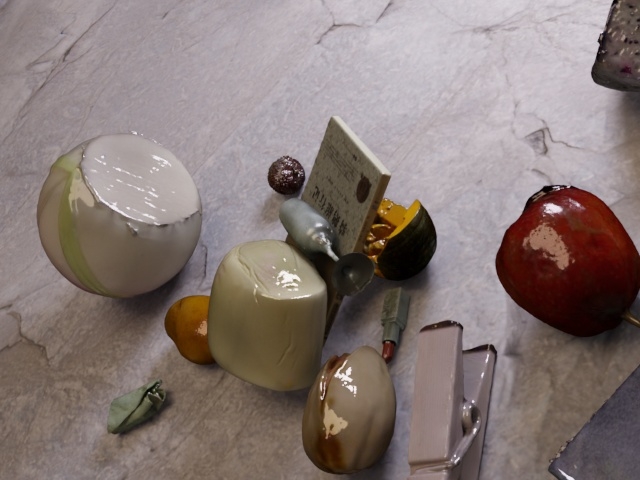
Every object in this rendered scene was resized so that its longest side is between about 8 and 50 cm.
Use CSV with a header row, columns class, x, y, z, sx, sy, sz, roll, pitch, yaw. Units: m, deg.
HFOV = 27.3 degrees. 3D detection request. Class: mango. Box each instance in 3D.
class,x,y,z,sx,sy,sz,roll,pitch,yaw
mango,-0.200,0.144,2.217,0.115,0.089,0.165,-52,35,6

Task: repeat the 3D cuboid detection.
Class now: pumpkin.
class,x,y,z,sx,sy,sz,roll,pitch,yaw
pumpkin,0.118,0.004,2.044,0.119,0.107,0.183,-49,23,-11

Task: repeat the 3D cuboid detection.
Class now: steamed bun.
class,x,y,z,sx,sy,sz,roll,pitch,yaw
steamed bun,-0.090,0.108,2.041,0.250,0.155,0.200,40,129,56
steamed bun,-0.374,-0.020,2.372,0.309,0.309,0.309,-23,43,24

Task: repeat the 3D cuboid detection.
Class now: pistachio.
class,x,y,z,sx,sy,sz,roll,pitch,yaw
pistachio,0.041,0.242,1.874,0.144,0.144,0.215,-22,36,25

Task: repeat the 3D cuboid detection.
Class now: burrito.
class,x,y,z,sx,sy,sz,roll,pitch,yaw
burrito,-0.307,0.280,2.219,0.118,0.044,0.074,-25,40,26

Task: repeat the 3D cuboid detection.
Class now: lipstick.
class,x,y,z,sx,sy,sz,roll,pitch,yaw
lipstick,0.108,0.133,1.998,0.030,0.030,0.129,-14,48,32

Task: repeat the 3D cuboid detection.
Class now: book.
class,x,y,z,sx,sy,sz,roll,pitch,yaw
book,0.011,-0.016,2.090,0.217,0.021,0.310,53,128,53

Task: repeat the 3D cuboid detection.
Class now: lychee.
class,x,y,z,sx,sy,sz,roll,pitch,yaw
lychee,-0.061,-0.114,2.338,0.067,0.068,0.083,-27,12,-26

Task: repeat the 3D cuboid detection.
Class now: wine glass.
class,x,y,z,sx,sy,sz,roll,pitch,yaw
wine glass,0.000,0.000,2.016,0.074,0.074,0.262,-44,32,0

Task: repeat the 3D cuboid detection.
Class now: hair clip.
class,x,y,z,sx,sy,sz,roll,pitch,yaw
hair clip,0.171,0.269,1.772,0.085,0.101,0.330,-12,50,28

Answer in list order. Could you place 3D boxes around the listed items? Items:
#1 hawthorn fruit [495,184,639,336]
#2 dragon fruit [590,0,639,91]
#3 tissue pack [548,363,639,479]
class,x,y,z,sx,sy,sz,roll,pitch,yaw
hawthorn fruit,0.347,0.045,1.772,0.189,0.189,0.251,-40,58,6
dragon fruit,0.530,-0.338,1.925,0.221,0.204,0.282,16,92,15
tissue pack,0.494,0.212,1.517,0.394,0.124,0.288,-46,39,-2
